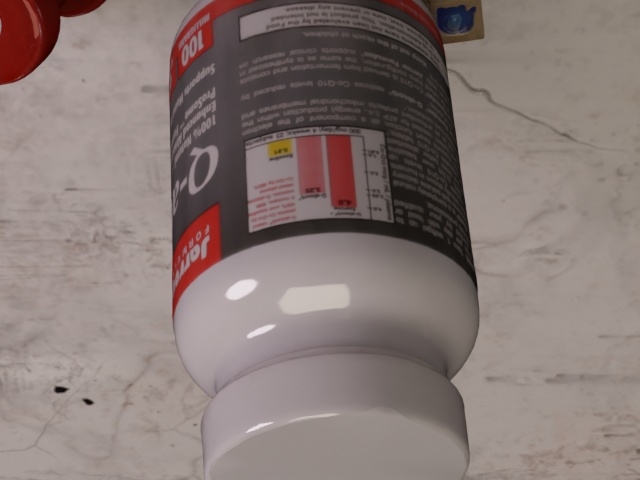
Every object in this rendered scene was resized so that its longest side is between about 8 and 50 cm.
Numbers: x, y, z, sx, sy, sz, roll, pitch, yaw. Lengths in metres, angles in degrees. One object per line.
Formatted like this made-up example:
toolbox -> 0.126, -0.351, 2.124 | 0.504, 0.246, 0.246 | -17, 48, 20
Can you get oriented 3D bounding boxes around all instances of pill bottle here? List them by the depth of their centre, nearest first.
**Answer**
pill bottle -> 0.000, 0.000, 1.123 | 0.210, 0.363, 0.210 | -3, 145, -2

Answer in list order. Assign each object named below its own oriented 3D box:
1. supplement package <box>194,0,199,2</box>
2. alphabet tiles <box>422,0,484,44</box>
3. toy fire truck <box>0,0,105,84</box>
supplement package -> -0.017, -0.216, 1.260 | 0.179, 0.105, 0.105 | 29, 125, -24
alphabet tiles -> 0.034, -0.222, 1.182 | 0.237, 0.009, 0.198 | -8, 129, 4
toy fire truck -> -0.250, -0.283, 1.184 | 0.254, 0.169, 0.302 | 36, 125, -5
